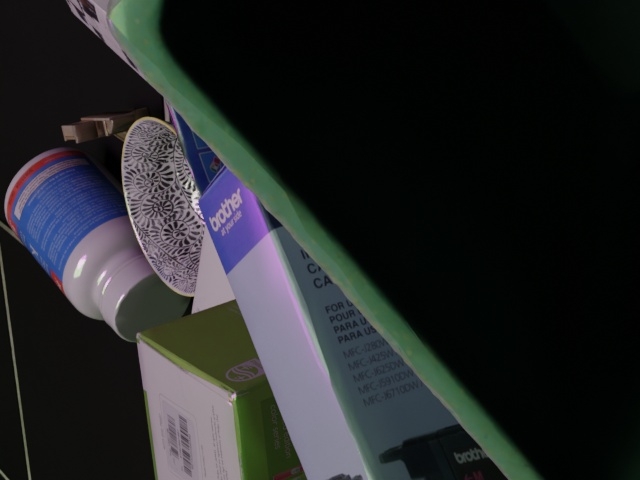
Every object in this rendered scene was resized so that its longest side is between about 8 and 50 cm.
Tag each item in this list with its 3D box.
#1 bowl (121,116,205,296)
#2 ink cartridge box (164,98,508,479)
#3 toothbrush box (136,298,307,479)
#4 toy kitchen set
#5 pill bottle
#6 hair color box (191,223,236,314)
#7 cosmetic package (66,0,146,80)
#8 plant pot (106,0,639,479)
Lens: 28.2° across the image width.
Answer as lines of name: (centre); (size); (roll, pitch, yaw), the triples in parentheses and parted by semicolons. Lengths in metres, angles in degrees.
bowl: (-0.109, -0.040, 1.175); (0.170, 0.080, 0.170); (30, 129, 46)
ink cartridge box: (0.068, 0.045, 0.575); (0.065, 0.185, 0.311); (-47, 62, 54)
toothbrush box: (0.037, 0.128, 0.851); (0.122, 0.283, 0.206); (23, 124, 51)
toy kitchen set: (-0.203, -0.092, 1.285); (0.068, 0.083, 0.075); (6, 111, 56)
pill bottle: (-0.232, 0.006, 1.340); (0.221, 0.124, 0.124); (43, 138, 38)
hair color box: (0.000, 0.000, 1.010); (0.185, 0.110, 0.339); (45, 141, 33)
cosmetic package: (-0.133, -0.168, 1.087); (0.239, 0.060, 0.099); (43, 171, 19)
plant pot: (0.127, -0.096, 0.452); (0.248, 0.252, 0.247); (-35, 104, 26)
